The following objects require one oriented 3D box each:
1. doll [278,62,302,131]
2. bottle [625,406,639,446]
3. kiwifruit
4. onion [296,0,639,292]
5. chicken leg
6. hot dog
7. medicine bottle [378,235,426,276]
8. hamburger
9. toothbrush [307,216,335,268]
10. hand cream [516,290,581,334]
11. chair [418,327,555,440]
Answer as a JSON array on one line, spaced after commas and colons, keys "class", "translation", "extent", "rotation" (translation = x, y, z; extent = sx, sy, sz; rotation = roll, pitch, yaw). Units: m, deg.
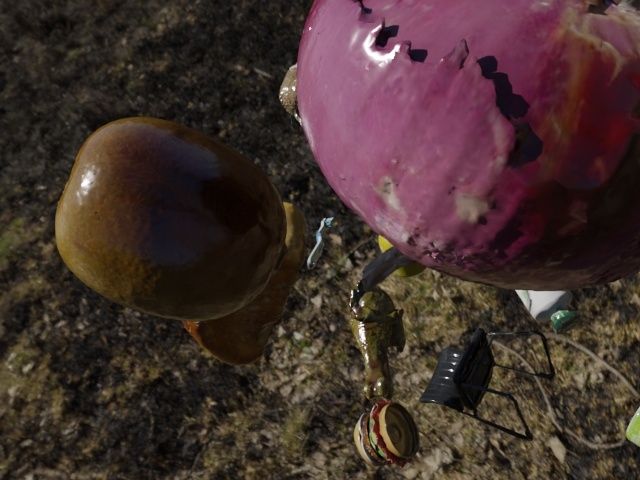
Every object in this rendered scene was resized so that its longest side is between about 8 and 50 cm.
[{"class": "doll", "translation": [-0.051, -0.379, 1.547], "extent": [0.105, 0.115, 0.221], "rotation": [16, 62, 3]}, {"class": "bottle", "translation": [0.623, 0.351, 0.868], "extent": [0.330, 0.093, 0.093], "rotation": [34, 80, 39]}, {"class": "kiwifruit", "translation": [-0.146, -0.018, 0.626], "extent": [0.196, 0.233, 0.196], "rotation": [-163, 90, -76]}, {"class": "onion", "translation": [0.160, -0.115, 0.523], "extent": [0.358, 0.345, 0.359], "rotation": [-2, 69, 5]}, {"class": "chicken leg", "translation": [0.174, 0.303, 1.770], "extent": [0.140, 0.211, 0.361], "rotation": [-36, 48, 38]}, {"class": "hot dog", "translation": [-0.127, 0.056, 0.868], "extent": [0.150, 0.153, 0.257], "rotation": [-98, 28, -54]}, {"class": "medicine bottle", "translation": [0.213, -0.008, 1.607], "extent": [0.121, 0.212, 0.122], "rotation": [-15, 46, 15]}, {"class": "hamburger", "translation": [0.166, 0.518, 1.595], "extent": [0.137, 0.175, 0.175], "rotation": [-32, 45, 33]}, {"class": "toothbrush", "translation": [-0.004, 0.001, 1.684], "extent": [0.040, 0.040, 0.386], "rotation": [-24, 13, 17]}, {"class": "hand cream", "translation": [0.356, 0.030, 1.130], "extent": [0.076, 0.121, 0.336], "rotation": [-26, 54, -7]}, {"class": "chair", "translation": [0.275, 0.233, 1.061], "extent": [0.221, 0.145, 0.140], "rotation": [7, 50, 40]}]
